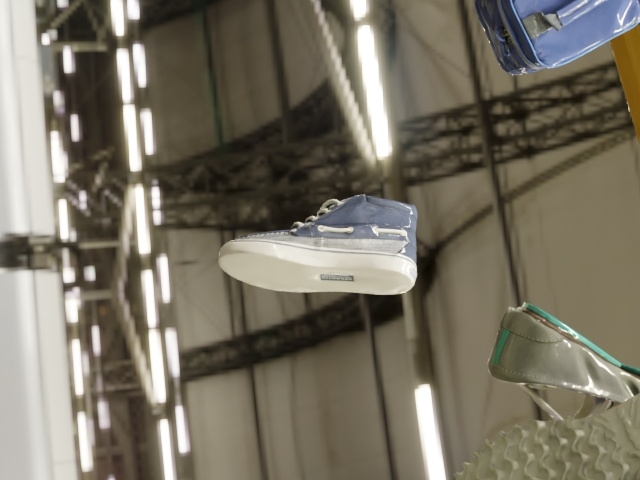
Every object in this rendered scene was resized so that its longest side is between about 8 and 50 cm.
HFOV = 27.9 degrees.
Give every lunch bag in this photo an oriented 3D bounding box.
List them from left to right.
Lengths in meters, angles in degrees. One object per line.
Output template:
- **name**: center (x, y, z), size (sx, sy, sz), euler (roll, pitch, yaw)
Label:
- **lunch bag**: center (0.150, -0.149, 0.823), size (0.067, 0.098, 0.065), euler (62, -16, -9)

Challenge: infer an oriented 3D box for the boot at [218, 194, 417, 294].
- **boot**: center (0.000, 0.000, 1.247), size (0.069, 0.190, 0.086), euler (94, 2, -58)

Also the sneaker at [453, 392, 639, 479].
- **sneaker**: center (0.226, 0.173, 0.865), size (0.293, 0.146, 0.102), euler (-30, -144, 22)

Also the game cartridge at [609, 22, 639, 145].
- **game cartridge**: center (0.346, -0.141, 0.931), size (0.323, 0.052, 0.285), euler (-35, -117, 53)

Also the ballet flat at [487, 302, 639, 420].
- **ballet flat**: center (0.209, 0.112, 0.942), size (0.068, 0.213, 0.072), euler (-64, -156, -1)
